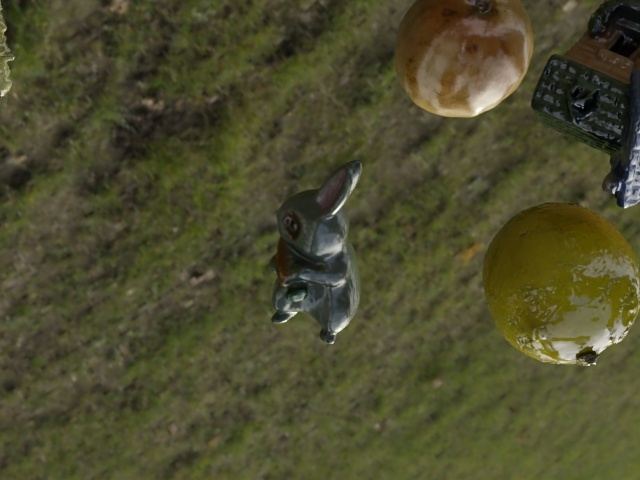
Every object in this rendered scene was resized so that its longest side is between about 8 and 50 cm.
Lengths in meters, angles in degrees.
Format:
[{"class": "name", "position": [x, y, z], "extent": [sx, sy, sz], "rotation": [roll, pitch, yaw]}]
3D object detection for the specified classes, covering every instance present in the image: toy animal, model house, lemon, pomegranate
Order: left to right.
[{"class": "toy animal", "position": [-0.002, -0.002, 1.428], "extent": [0.125, 0.127, 0.251], "rotation": [0, 123, -10]}, {"class": "pomegranate", "position": [0.201, -0.279, 1.592], "extent": [0.207, 0.207, 0.207], "rotation": [-28, 151, -17]}, {"class": "lemon", "position": [0.269, 0.044, 1.252], "extent": [0.173, 0.206, 0.174], "rotation": [1, 130, 1]}, {"class": "model house", "position": [0.327, -0.143, 1.176], "extent": [0.172, 0.183, 0.166], "rotation": [-43, 148, -26]}]

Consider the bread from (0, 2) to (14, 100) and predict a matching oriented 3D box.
[{"class": "bread", "position": [-0.408, -0.224, 1.074], "extent": [0.178, 0.266, 0.142], "rotation": [31, 72, -45]}]
